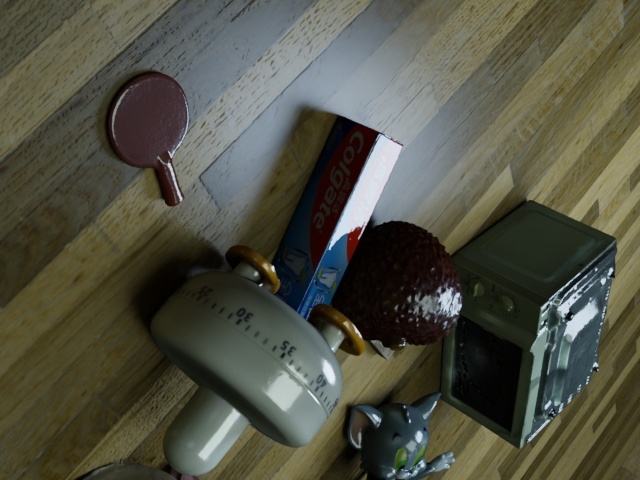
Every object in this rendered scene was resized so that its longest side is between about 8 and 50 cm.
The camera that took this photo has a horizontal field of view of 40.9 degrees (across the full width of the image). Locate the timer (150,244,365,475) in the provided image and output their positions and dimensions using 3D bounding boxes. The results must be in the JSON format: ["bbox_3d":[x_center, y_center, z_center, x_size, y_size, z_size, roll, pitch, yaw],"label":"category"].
[{"bbox_3d":[-0.097,0.154,0.979,0.240,0.233,0.233,-51,143,-18],"label":"timer"}]

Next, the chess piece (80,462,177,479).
[{"bbox_3d":[-0.249,0.416,1.067,0.142,0.142,0.261,-18,132,-44],"label":"chess piece"}]

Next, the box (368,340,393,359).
[{"bbox_3d":[0.103,0.154,1.397,0.053,0.024,0.083,-53,145,-11],"label":"box"}]

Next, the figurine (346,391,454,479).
[{"bbox_3d":[0.133,0.390,1.502,0.193,0.140,0.265,-8,135,-22],"label":"figurine"}]

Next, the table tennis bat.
[{"bbox_3d":[-0.171,-0.102,0.898,0.098,0.019,0.155,-38,136,-30],"label":"table tennis bat"}]

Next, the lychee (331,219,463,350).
[{"bbox_3d":[0.112,0.067,1.215,0.194,0.194,0.195,-29,134,-36],"label":"lychee"}]

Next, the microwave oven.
[{"bbox_3d":[0.387,0.156,1.579,0.286,0.218,0.355,-31,135,-33],"label":"microwave oven"}]

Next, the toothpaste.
[{"bbox_3d":[0.001,0.001,1.124,0.066,0.076,0.321,16,100,-52],"label":"toothpaste"}]

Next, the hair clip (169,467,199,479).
[{"bbox_3d":[-0.168,0.382,1.140,0.138,0.102,0.123,-61,150,-19],"label":"hair clip"}]
